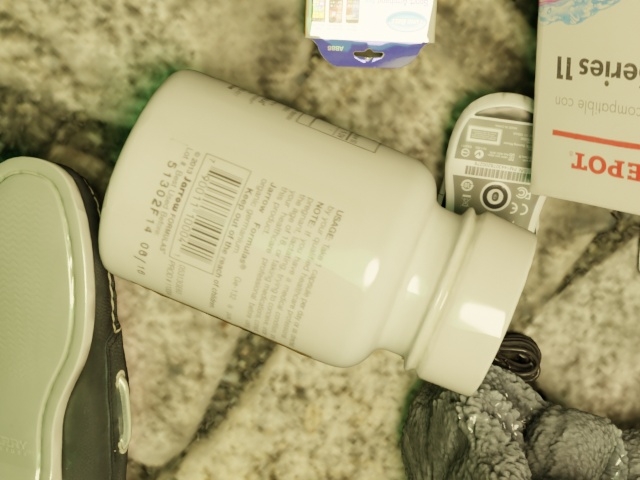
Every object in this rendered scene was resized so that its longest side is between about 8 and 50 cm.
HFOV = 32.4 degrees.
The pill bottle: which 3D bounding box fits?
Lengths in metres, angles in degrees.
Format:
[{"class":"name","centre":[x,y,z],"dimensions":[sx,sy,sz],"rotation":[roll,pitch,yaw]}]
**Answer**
[{"class":"pill bottle","centre":[0.000,0.000,0.641],"dimensions":[0.229,0.131,0.131],"rotation":[22,103,5]}]

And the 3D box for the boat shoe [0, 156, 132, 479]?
[{"class":"boat shoe","centre":[-0.174,0.091,0.705],"dimensions":[0.114,0.091,0.303],"rotation":[19,107,24]}]

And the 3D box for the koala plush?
[{"class":"koala plush","centre":[0.177,0.171,0.696],"dimensions":[0.221,0.203,0.196],"rotation":[0,129,-16]}]

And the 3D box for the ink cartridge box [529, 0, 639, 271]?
[{"class":"ink cartridge box","centre":[0.228,-0.115,0.585],"dimensions":[0.119,0.207,0.354],"rotation":[-12,108,-37]}]

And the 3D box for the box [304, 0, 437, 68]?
[{"class":"box","centre":[0.032,-0.175,0.669],"dimensions":[0.081,0.028,0.136],"rotation":[2,107,-2]}]

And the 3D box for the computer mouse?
[{"class":"computer mouse","centre":[0.108,-0.004,0.709],"dimensions":[0.106,0.042,0.193],"rotation":[9,110,1]}]
